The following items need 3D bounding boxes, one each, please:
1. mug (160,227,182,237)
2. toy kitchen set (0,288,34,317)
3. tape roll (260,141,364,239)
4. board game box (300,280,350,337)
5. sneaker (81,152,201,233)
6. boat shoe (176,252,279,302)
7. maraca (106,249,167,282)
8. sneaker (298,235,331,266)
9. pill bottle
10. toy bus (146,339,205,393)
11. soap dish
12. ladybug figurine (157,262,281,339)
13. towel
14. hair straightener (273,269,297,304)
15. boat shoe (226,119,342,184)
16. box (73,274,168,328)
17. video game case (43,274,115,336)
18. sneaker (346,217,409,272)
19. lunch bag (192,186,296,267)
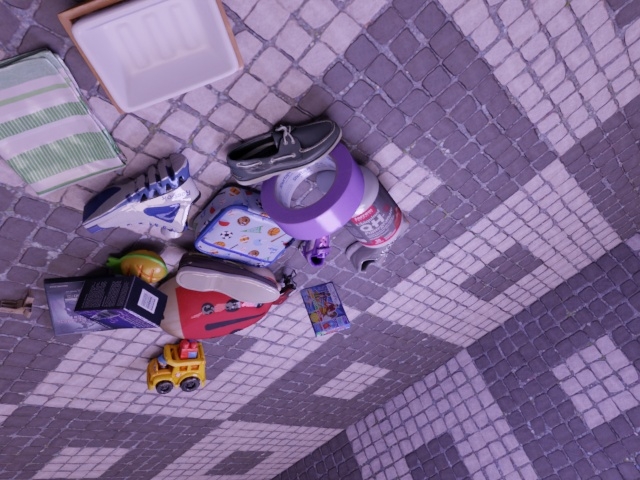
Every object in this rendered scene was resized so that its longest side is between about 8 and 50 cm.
[{"bbox_3d":[-0.424,-0.054,1.427,0.062,0.078,0.064,19,124,1],"label":"mug"},{"bbox_3d":[-0.894,0.191,1.457,0.075,0.068,0.083,16,127,-39],"label":"toy kitchen set"},{"bbox_3d":[-0.023,-0.141,1.338,0.274,0.275,0.090,-31,142,10],"label":"tape roll"},{"bbox_3d":[0.017,0.259,1.882,0.136,0.201,0.035,-14,141,-11],"label":"board game box"},{"bbox_3d":[-0.447,-0.077,1.301,0.315,0.127,0.182,-27,130,3],"label":"sneaker"},{"bbox_3d":[-0.280,0.114,1.541,0.324,0.097,0.117,14,132,-18],"label":"boat shoe"},{"bbox_3d":[-0.549,0.080,1.482,0.185,0.099,0.127,-2,139,12],"label":"maraca"},{"bbox_3d":[0.000,0.000,1.652,0.095,0.105,0.236,-2,136,-23],"label":"sneaker"},{"bbox_3d":[0.119,-0.119,1.514,0.176,0.176,0.318,-33,141,13],"label":"pill bottle"},{"bbox_3d":[-0.549,0.465,1.901,0.220,0.149,0.212,0,123,-23],"label":"toy bus"},{"bbox_3d":[-0.328,-0.410,1.000,0.290,0.118,0.229,-21,141,-2],"label":"soap dish"},{"bbox_3d":[-0.348,0.218,1.685,0.448,0.162,0.305,-14,140,-12],"label":"ladybug figurine"},{"bbox_3d":[-0.620,-0.248,1.108,0.247,0.038,0.325,-20,142,-2],"label":"towel"},{"bbox_3d":[-0.132,0.161,1.784,0.047,0.089,0.230,1,156,-20],"label":"hair straightener"},{"bbox_3d":[-0.098,-0.248,1.308,0.319,0.116,0.099,-22,146,6],"label":"boat shoe"},{"bbox_3d":[-0.591,0.187,1.470,0.207,0.108,0.153,-7,148,25],"label":"box"},{"bbox_3d":[-0.758,0.211,1.583,0.195,0.026,0.274,-3,137,-23],"label":"video game case"},{"bbox_3d":[0.221,0.025,1.777,0.262,0.121,0.099,-38,140,18],"label":"sneaker"},{"bbox_3d":[-0.221,-0.026,1.508,0.303,0.115,0.243,22,126,-41],"label":"lunch bag"}]
